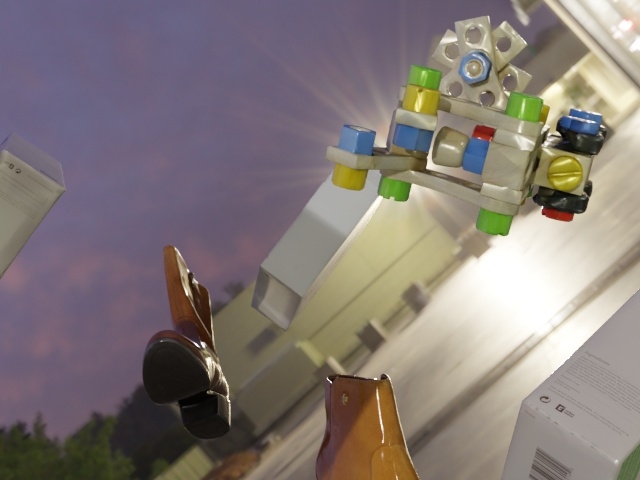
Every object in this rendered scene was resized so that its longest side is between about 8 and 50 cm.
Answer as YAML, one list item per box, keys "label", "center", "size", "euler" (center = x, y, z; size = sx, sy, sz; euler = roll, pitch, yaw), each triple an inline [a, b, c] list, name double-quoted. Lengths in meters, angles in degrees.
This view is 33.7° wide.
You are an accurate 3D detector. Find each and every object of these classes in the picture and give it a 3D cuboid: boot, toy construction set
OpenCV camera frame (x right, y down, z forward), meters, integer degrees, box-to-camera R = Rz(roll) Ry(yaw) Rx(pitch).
- label: "boot"
  center: [-0.201, 0.120, 1.581]
  size: [0.096, 0.280, 0.264]
  euler: [-19, -37, 11]
- label: "boot"
  center: [0.070, 0.255, 1.134]
  size: [0.104, 0.211, 0.295]
  euler: [-4, 6, -25]
- label: "toy construction set"
  center: [0.153, -0.101, 0.981]
  size: [0.327, 0.215, 0.151]
  euler: [-51, -27, -59]

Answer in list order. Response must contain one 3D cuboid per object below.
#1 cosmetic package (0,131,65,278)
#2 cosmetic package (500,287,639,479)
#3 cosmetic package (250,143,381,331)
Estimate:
- label: "cosmetic package"
  center: [-0.271, -0.033, 0.900]
  size: [0.099, 0.060, 0.239]
  euler: [-57, 17, -1]
- label: "cosmetic package"
  center: [0.427, 0.225, 1.487]
  size: [0.365, 0.155, 0.197]
  euler: [-34, -37, -34]
- label: "cosmetic package"
  center: [0.000, 0.000, 1.874]
  size: [0.284, 0.097, 0.377]
  euler: [-51, -4, -14]
